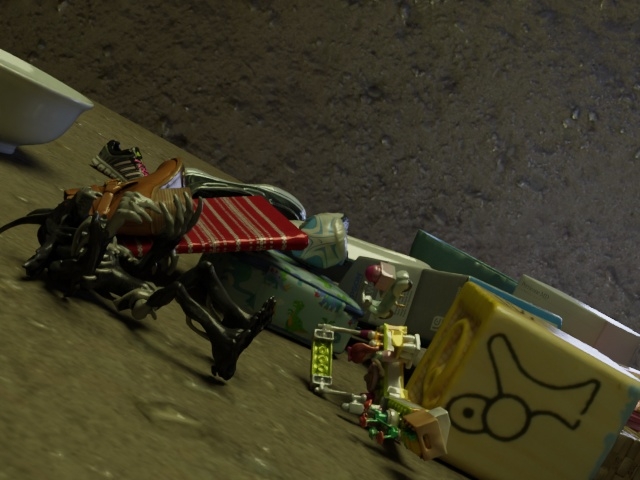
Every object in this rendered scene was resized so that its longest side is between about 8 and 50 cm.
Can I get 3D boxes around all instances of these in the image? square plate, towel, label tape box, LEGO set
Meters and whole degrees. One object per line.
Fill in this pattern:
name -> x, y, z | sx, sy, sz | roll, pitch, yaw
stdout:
square plate -> 0.045, 0.037, 1.704 | 0.343, 0.049, 0.347 | 18, -9, -10
towel -> -0.170, -0.015, 1.224 | 0.274, 0.031, 0.199 | -4, 18, -20
label tape box -> 0.158, 0.109, 1.454 | 0.240, 0.106, 0.333 | 23, -9, -41
LEGO set -> 0.052, 0.149, 1.019 | 0.107, 0.132, 0.287 | 11, 32, -11

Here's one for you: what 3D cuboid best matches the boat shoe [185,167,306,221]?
boat shoe -> -0.165, -0.059, 2.026 | 0.335, 0.121, 0.119 | 12, 21, -33

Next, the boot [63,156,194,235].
boot -> -0.242, -0.057, 1.182 | 0.152, 0.073, 0.197 | -5, 16, -11

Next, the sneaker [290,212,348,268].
sneaker -> 0.000, 0.000, 1.403 | 0.086, 0.085, 0.237 | -1, -2, 4

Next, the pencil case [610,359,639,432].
pencil case -> 0.473, 0.268, 1.594 | 0.386, 0.160, 0.167 | 22, 48, 11

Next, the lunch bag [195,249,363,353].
lunch bag -> -0.061, 0.067, 1.320 | 0.219, 0.090, 0.176 | 28, 2, -24

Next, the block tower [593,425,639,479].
block tower -> 0.384, 0.297, 1.402 | 0.335, 0.097, 0.091 | 28, 5, -25

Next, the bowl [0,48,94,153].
bowl -> -0.519, -0.226, 1.482 | 0.297, 0.134, 0.298 | 29, 5, -3

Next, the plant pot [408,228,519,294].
plant pot -> 0.293, 0.129, 2.042 | 0.290, 0.195, 0.290 | 29, 4, -2

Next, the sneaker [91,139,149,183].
sneaker -> -0.363, -0.142, 1.845 | 0.170, 0.075, 0.063 | 30, 5, 14

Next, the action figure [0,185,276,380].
action figure -> -0.173, 0.013, 0.929 | 0.275, 0.141, 0.164 | 31, 16, 5

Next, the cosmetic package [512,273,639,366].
cosmetic package -> 0.448, 0.218, 1.816 | 0.138, 0.225, 0.224 | 25, 5, -39

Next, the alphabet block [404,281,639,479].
alphabet block -> 0.230, 0.185, 1.133 | 0.197, 0.192, 0.193 | 29, 3, -5
